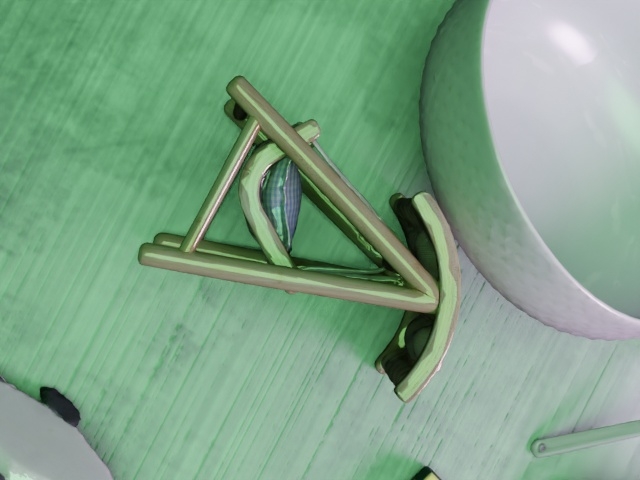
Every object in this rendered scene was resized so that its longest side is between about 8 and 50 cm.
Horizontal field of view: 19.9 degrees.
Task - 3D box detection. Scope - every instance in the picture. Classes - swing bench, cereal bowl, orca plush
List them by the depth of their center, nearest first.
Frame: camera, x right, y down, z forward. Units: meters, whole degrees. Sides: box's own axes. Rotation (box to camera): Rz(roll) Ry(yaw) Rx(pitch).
[{"bbox_3d":[0.000,0.000,1.522,0.255,0.253,0.165,28,90,-3],"label":"swing bench"},{"bbox_3d":[0.205,-0.072,1.546,0.339,0.141,0.339,17,63,-36],"label":"cereal bowl"},{"bbox_3d":[-0.313,0.180,1.584,0.287,0.151,0.102,27,120,-6],"label":"orca plush"}]

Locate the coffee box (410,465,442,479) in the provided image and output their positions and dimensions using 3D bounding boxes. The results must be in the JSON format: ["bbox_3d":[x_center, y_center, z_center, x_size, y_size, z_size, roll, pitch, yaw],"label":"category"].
[{"bbox_3d":[0.071,0.305,1.636,0.184,0.040,0.113,-43,93,-2],"label":"coffee box"}]

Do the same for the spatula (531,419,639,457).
[{"bbox_3d":[0.294,0.216,1.572,0.242,0.019,0.168,-17,62,28],"label":"spatula"}]
